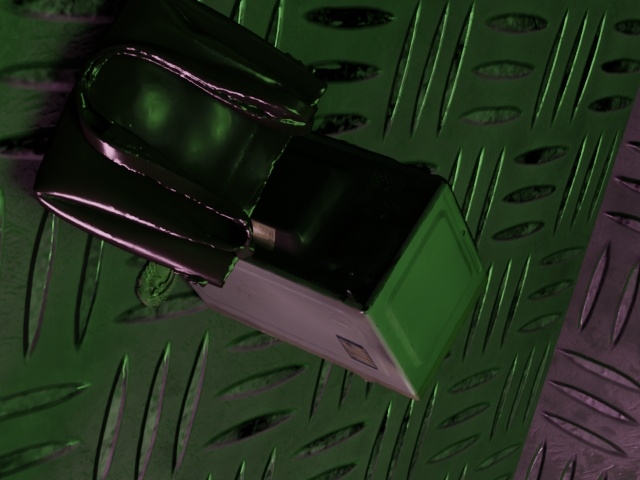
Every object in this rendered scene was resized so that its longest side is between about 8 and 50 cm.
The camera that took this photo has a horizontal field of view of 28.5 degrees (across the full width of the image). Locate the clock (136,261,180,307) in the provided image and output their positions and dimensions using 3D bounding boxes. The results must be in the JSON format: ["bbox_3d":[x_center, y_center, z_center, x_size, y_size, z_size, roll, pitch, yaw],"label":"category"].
[{"bbox_3d":[-0.208,0.048,1.641,0.083,0.010,0.074,-56,147,-15],"label":"clock"}]

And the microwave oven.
[{"bbox_3d":[0.000,0.000,1.578,0.218,0.355,0.286,-57,147,-19],"label":"microwave oven"}]

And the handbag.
[{"bbox_3d":[-0.152,-0.115,1.396,0.285,0.257,0.113,-63,-174,-4],"label":"handbag"}]
